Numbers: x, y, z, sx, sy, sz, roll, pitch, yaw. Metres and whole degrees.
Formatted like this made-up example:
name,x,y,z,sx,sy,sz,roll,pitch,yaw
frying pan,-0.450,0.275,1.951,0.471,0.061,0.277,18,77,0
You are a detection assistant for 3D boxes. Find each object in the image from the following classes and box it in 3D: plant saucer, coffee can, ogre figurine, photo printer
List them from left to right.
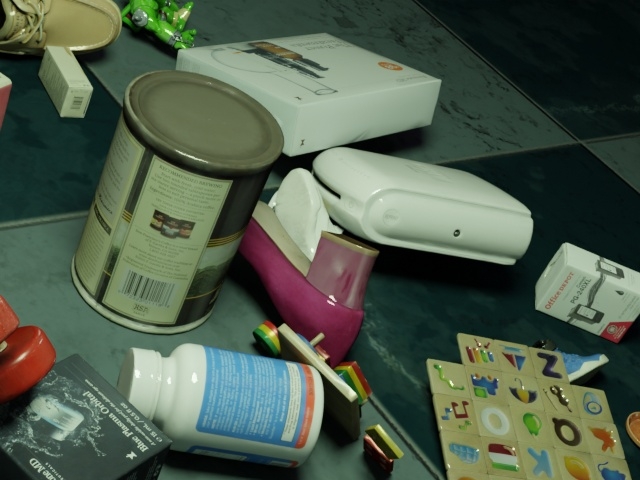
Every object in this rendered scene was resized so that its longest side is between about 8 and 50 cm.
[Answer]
name,x,y,z,sx,sy,sz,roll,pitch,yaw
ogre figurine,-0.290,-0.402,2.051,0.118,0.097,0.197,26,44,-32
coffee can,-0.187,-0.047,1.456,0.201,0.275,0.201,18,34,-12
photo printer,0.140,-0.060,1.787,0.307,0.107,0.256,9,15,-22
plant saucer,0.483,0.286,1.674,0.083,0.013,0.083,18,33,-12

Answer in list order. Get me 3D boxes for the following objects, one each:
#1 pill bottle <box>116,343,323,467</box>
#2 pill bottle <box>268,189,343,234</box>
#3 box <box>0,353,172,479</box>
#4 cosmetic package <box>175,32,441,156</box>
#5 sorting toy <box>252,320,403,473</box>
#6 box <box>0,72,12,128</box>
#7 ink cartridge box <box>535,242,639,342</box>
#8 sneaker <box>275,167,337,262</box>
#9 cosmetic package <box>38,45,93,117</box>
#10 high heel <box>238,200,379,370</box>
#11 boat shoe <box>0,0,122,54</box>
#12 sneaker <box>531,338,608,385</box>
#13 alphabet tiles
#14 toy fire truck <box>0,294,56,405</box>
name,x,y,z,sx,sy,sz,roll,pitch,yaw
pill bottle,-0.118,0.186,1.317,0.221,0.124,0.124,13,35,-20
pill bottle,-0.027,-0.022,1.717,0.116,0.065,0.065,28,33,3
box,-0.269,0.223,1.197,0.156,0.093,0.158,38,37,19
cosmetic package,-0.018,-0.260,1.966,0.284,0.097,0.377,30,31,32
sorting toy,0.017,0.172,1.415,0.046,0.132,0.274,-39,65,-17
box,-0.550,-0.168,1.519,0.148,0.127,0.232,34,34,12
ink cartridge box,0.432,0.084,1.831,0.150,0.109,0.063,22,37,-5
sneaker,0.000,0.000,1.655,0.094,0.080,0.212,-2,75,-45
cosmetic package,-0.400,-0.249,1.792,0.041,0.060,0.115,-1,43,-36
high heel,-0.098,0.039,1.589,0.377,0.181,0.127,23,6,38
boat shoe,-0.480,-0.344,1.802,0.341,0.122,0.110,1,22,-18
sneaker,0.359,0.176,1.702,0.152,0.058,0.085,-18,60,-38
alphabet tiles,0.284,0.273,1.516,0.285,0.011,0.343,12,44,-20
toy fire truck,-0.432,0.114,1.121,0.302,0.169,0.254,-1,33,46
